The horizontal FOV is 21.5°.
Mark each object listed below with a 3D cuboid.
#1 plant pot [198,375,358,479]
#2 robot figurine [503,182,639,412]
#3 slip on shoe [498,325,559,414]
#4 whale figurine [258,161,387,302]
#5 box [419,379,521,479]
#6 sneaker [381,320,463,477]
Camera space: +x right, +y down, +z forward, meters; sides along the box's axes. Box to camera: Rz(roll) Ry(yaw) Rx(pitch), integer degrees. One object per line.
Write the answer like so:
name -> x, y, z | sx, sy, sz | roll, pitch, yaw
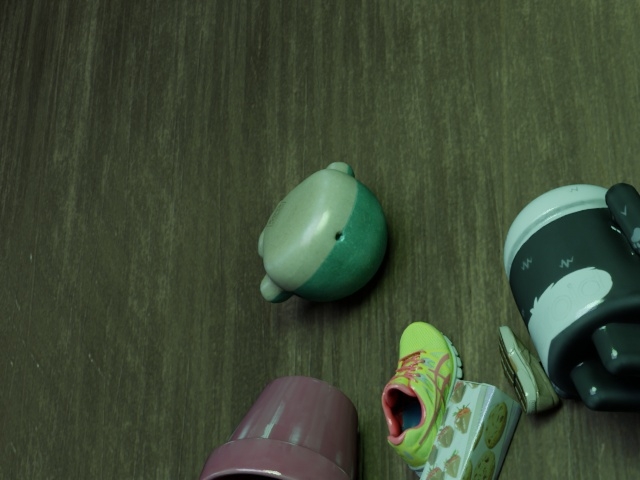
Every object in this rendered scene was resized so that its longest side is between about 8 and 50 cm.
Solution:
plant pot -> -0.036, 0.275, 2.074 | 0.201, 0.201, 0.180 | -20, 35, 35
robot figurine -> 0.310, 0.063, 1.879 | 0.209, 0.173, 0.278 | -33, 44, 15
slip on shoe -> 0.243, 0.151, 1.986 | 0.041, 0.051, 0.135 | -9, 36, -8
whale figurine -> 0.000, 0.000, 2.290 | 0.216, 0.141, 0.272 | -61, 15, -8
box -> 0.143, 0.321, 1.946 | 0.063, 0.067, 0.324 | 5, 66, 47
sneaker -> 0.116, 0.179, 2.049 | 0.081, 0.094, 0.208 | -29, 45, 31
